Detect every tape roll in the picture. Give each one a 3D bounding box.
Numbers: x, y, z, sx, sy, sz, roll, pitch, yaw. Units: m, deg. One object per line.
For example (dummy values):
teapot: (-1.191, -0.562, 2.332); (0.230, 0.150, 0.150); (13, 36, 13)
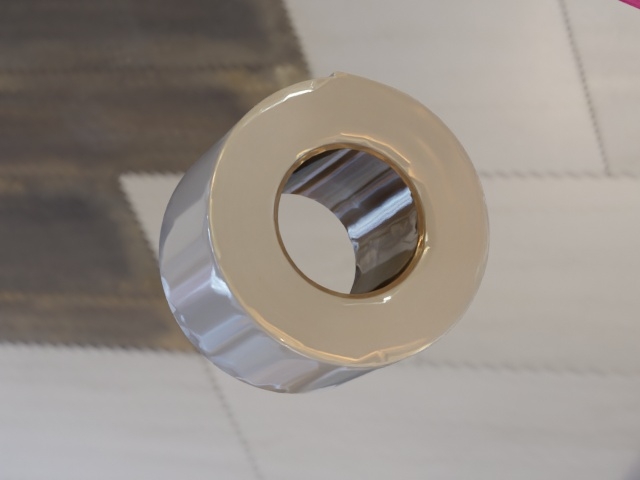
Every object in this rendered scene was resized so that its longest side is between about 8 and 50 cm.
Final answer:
tape roll: (0.000, 0.000, 1.677); (0.246, 0.246, 0.169); (33, 159, -9)

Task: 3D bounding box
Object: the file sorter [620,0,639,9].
file sorter: (0.223, -0.239, 1.118); (0.290, 0.202, 0.182); (19, 120, -21)
